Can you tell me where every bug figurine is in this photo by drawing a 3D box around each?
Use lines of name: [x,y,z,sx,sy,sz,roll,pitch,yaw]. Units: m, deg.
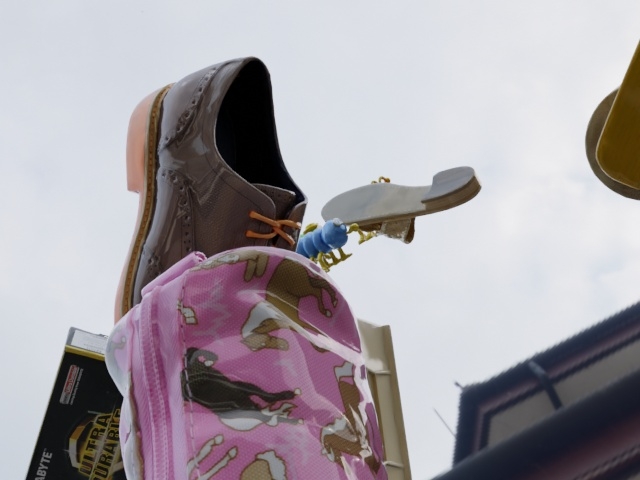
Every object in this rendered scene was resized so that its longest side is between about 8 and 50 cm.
bug figurine: [0.000,0.000,1.200,0.216,0.279,0.072,-29,-88,28]

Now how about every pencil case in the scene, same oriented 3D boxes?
pencil case: [-0.022,0.180,0.424,0.160,0.386,0.167,-3,-46,-11]

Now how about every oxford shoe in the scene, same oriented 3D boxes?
oxford shoe: [-0.079,0.017,0.709,0.130,0.132,0.364,11,-117,-48]

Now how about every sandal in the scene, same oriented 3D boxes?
sandal: [0.109,-0.029,1.139,0.079,0.240,0.088,57,-136,-25]

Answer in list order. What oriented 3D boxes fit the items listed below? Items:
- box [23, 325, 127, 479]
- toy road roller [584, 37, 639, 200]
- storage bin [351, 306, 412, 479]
box: [-0.326,0.320,1.431,0.257,0.079,0.322,17,-69,-15]
toy road roller: [0.414,-0.171,0.796,0.240,0.202,0.330,28,-62,18]
storage bin: [-0.039,0.239,1.069,0.262,0.123,0.260,-15,-109,25]
